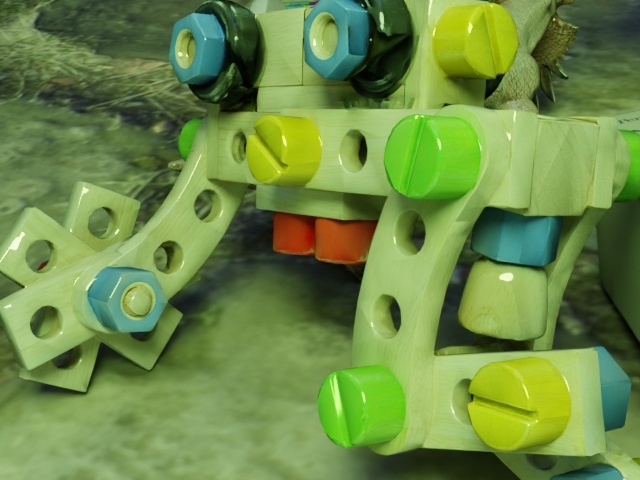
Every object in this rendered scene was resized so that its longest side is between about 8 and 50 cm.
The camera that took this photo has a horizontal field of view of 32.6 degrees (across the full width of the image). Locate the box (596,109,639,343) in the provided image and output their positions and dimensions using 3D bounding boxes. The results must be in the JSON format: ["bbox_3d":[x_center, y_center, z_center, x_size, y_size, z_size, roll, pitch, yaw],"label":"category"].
[{"bbox_3d":[0.190,0.022,0.418,0.113,0.094,0.275,-10,21,2],"label":"box"}]

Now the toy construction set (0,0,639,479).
[{"bbox_3d":[0.000,0.000,0.479,0.327,0.215,0.151,6,7,37],"label":"toy construction set"}]

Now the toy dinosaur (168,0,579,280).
[{"bbox_3d":[0.060,-0.086,0.677,0.295,0.127,0.200,-27,18,4],"label":"toy dinosaur"}]

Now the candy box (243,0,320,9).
[{"bbox_3d":[0.022,-0.199,0.972,0.205,0.027,0.105,4,36,25],"label":"candy box"}]

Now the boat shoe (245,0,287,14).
[{"bbox_3d":[-0.064,-0.141,0.869,0.063,0.066,0.184,-27,32,22],"label":"boat shoe"}]
